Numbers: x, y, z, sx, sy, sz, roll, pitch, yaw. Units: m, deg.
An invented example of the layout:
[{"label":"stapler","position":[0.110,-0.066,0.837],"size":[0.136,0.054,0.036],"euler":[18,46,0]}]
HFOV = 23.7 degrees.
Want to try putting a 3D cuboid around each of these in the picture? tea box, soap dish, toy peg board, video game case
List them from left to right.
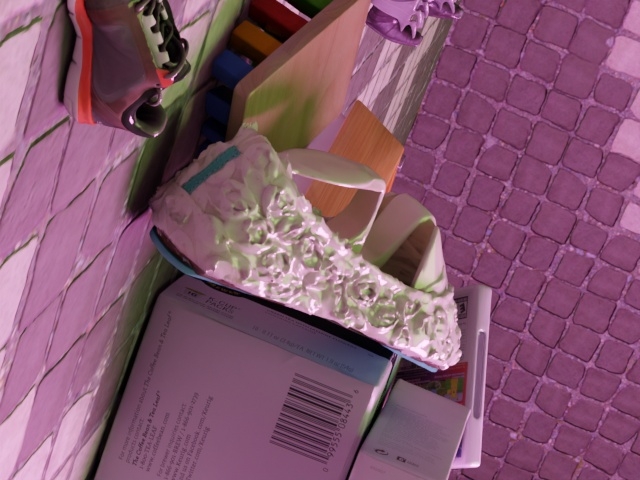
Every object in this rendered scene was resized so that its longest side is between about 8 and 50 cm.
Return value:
[{"label":"tea box","position":[-0.070,0.198,1.504],"size":[0.323,0.220,0.329],"euler":[-51,162,-73]},{"label":"toy peg board","position":[-0.047,-0.130,1.237],"size":[0.160,0.079,0.161],"euler":[-44,162,-32]},{"label":"soap dish","position":[0.000,0.000,1.895],"size":[0.229,0.118,0.291],"euler":[107,7,-47]},{"label":"video game case","position":[0.108,0.148,1.596],"size":[0.201,0.023,0.183],"euler":[-17,-116,58]}]

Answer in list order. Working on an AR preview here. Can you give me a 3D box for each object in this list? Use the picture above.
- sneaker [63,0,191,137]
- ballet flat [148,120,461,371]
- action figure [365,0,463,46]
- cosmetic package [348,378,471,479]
[{"label":"sneaker","position":[-0.094,-0.114,0.804],"size":[0.158,0.065,0.061],"euler":[106,9,-54]},{"label":"ballet flat","position":[0.027,0.010,1.250],"size":[0.409,0.147,0.147],"euler":[25,88,-55]},{"label":"action figure","position":[0.132,-0.363,1.795],"size":[0.185,0.099,0.285],"euler":[-53,163,-34]},{"label":"cosmetic package","position":[0.073,0.221,1.401],"size":[0.231,0.085,0.117],"euler":[-41,153,-73]}]
